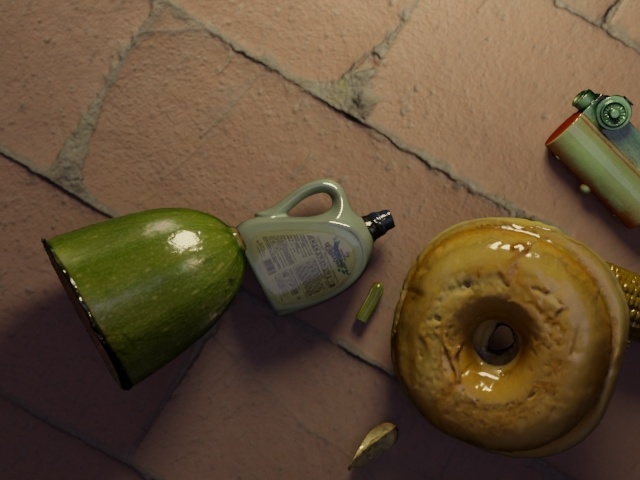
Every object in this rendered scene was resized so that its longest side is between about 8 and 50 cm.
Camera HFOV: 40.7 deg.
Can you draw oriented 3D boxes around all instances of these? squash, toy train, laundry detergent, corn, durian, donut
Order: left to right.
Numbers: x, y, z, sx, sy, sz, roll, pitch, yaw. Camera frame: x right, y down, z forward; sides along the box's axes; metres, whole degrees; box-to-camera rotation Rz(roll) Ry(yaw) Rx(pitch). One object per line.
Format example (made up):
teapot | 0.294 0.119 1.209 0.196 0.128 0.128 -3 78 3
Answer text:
squash | -0.290 0.059 1.541 0.309 0.310 0.310 -30 94 -19
laundry detergent | 0.000 0.000 1.619 0.281 0.105 0.215 -28 91 -1
squash | 0.098 0.118 1.671 0.027 0.027 0.083 29 90 -5
durian | 0.106 0.401 1.665 0.130 0.066 0.052 -43 94 8
donut | 0.334 0.176 1.554 0.449 0.198 0.448 4 99 23
toy train | 0.569 -0.154 1.659 0.285 0.116 0.177 44 101 -5
corn | 0.605 0.126 1.660 0.344 0.131 0.131 19 91 -6
